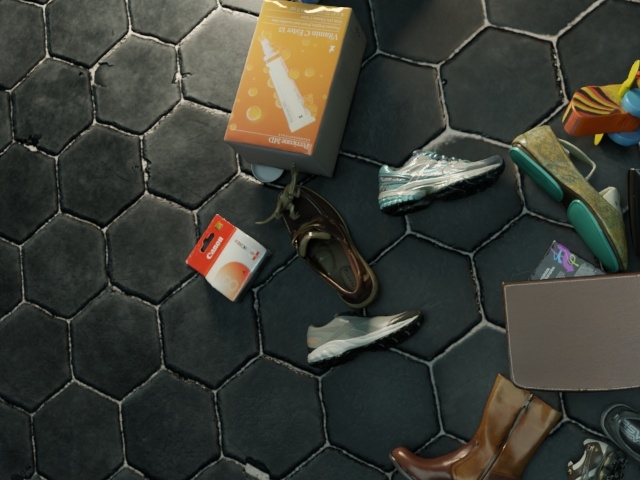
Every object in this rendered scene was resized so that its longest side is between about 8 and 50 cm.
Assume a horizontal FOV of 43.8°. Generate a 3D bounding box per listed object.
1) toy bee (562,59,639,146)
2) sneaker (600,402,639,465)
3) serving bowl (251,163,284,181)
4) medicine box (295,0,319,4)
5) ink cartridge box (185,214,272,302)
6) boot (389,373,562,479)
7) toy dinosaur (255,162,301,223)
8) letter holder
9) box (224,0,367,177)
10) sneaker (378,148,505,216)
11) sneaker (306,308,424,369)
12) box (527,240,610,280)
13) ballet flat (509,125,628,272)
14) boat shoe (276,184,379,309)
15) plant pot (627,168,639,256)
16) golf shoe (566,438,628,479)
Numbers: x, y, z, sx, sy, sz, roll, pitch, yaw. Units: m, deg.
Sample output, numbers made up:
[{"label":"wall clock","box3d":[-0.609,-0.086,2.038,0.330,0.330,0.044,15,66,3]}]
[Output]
[{"label":"toy bee","box3d":[0.616,-0.267,1.602,0.195,0.298,0.162,-50,34,40]},{"label":"sneaker","box3d":[0.648,0.416,1.487,0.281,0.115,0.105,34,93,20]},{"label":"serving bowl","box3d":[-0.120,-0.175,1.881,0.083,0.027,0.083,-3,78,14]},{"label":"medicine box","box3d":[-0.022,-0.721,1.810,0.149,0.263,0.289,41,96,20]},{"label":"ink cartridge box","box3d":[-0.223,0.038,1.876,0.179,0.045,0.145,34,93,17]},{"label":"boot","box3d":[0.308,0.400,1.614,0.264,0.096,0.280,27,90,21]},{"label":"toy dinosaur","box3d":[-0.079,-0.081,1.769,0.183,0.053,0.093,-58,27,26]},{"label":"letter holder","box3d":[0.515,0.176,1.524,0.301,0.152,0.214,-6,83,17]},{"label":"box","box3d":[-0.050,-0.341,1.796,0.215,0.168,0.345,11,81,18]},{"label":"sneaker","box3d":[0.251,-0.150,1.714,0.283,0.110,0.122,-15,74,15]},{"label":"sneaker","box3d":[0.090,0.191,1.720,0.271,0.100,0.108,-19,66,13]},{"label":"box","box3d":[0.516,0.091,1.628,0.162,0.029,0.116,35,94,18]},{"label":"ballet flat","box3d":[0.531,-0.098,1.615,0.123,0.123,0.348,-40,72,9]},{"label":"boat shoe","box3d":[0.000,0.000,1.757,0.123,0.123,0.342,-37,66,10]},{"label":"plant pot","box3d":[0.679,-0.046,1.523,0.187,0.188,0.167,7,95,19]},{"label":"golf shoe","box3d":[0.517,0.481,1.554,0.094,0.077,0.198,31,97,45]}]
